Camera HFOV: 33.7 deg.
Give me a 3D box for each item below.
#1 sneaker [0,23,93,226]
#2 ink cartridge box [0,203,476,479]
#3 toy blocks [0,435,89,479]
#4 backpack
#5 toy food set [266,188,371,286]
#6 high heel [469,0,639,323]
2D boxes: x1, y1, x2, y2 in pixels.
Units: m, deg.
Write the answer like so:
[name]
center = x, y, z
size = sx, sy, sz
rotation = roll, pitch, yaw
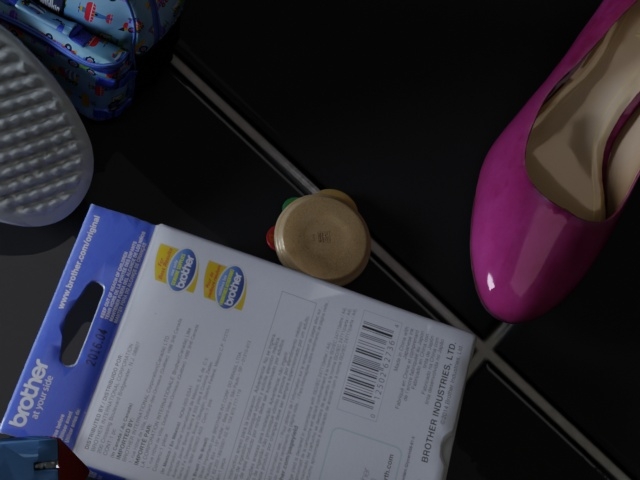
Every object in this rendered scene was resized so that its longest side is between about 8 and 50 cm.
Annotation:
[sneaker]
center = -0.307, -0.131, 0.760
size = 0.321, 0.127, 0.126
rotation = 41, 78, -25
[ink cartridge box]
center = -0.052, 0.110, 0.773
size = 0.311, 0.065, 0.185
rotation = 21, 67, -10
[toy blocks]
center = -0.266, 0.266, 0.610
size = 0.261, 0.191, 0.381
rotation = 0, 82, -25
[backpack]
center = -0.179, -0.191, 0.783
size = 0.158, 0.173, 0.117
rotation = 32, 66, -4
[toy food set]
center = 0.000, 0.000, 0.848
size = 0.083, 0.020, 0.083
rotation = -18, 77, -20
[high heel]
center = 0.237, -0.109, 0.864
size = 0.127, 0.181, 0.377
rotation = 27, 66, -5
